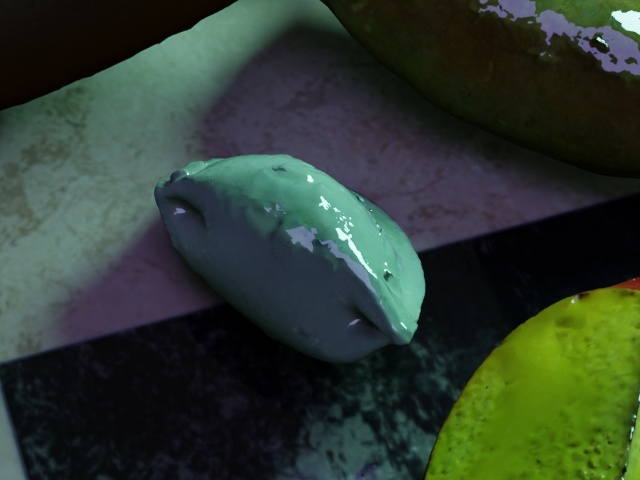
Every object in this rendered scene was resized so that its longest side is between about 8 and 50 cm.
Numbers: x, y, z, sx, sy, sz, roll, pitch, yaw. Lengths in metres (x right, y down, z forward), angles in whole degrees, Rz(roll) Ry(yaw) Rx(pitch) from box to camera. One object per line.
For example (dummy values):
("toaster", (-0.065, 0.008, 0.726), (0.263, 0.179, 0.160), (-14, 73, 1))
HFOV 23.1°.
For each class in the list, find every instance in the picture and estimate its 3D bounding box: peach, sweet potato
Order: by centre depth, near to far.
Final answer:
("peach", (0.157, 0.143, 0.980), (0.154, 0.158, 0.267), (-4, 45, 26))
("sweet potato", (0.170, -0.135, 1.152), (0.370, 0.158, 0.158), (33, 62, 3))

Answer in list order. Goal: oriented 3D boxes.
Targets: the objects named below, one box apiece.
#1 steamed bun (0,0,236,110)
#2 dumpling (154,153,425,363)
("steamed bun", (-0.175, -0.256, 1.062), (0.379, 0.248, 0.235), (-25, 68, 5))
("dumpling", (-0.003, -0.004, 1.069), (0.217, 0.105, 0.149), (36, 63, 24))
